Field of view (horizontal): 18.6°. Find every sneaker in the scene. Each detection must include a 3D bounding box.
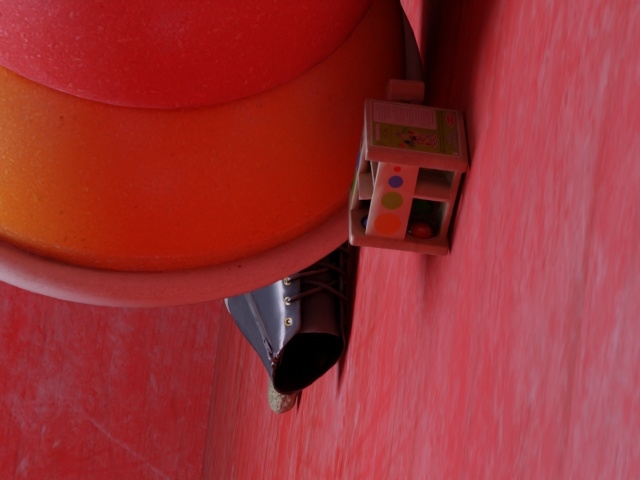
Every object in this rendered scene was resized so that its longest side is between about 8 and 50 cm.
[{"bbox_3d":[0.000,0.000,1.434,0.118,0.083,0.222,-119,39,-49],"label":"sneaker"}]

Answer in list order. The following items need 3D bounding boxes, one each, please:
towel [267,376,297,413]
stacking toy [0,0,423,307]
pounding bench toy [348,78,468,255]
[{"bbox_3d":[-0.024,0.071,1.766,0.110,0.027,0.148,105,172,-49],"label":"towel"},{"bbox_3d":[-0.086,-0.226,1.015,0.480,0.351,0.350,102,173,-51],"label":"stacking toy"},{"bbox_3d":[0.044,-0.039,1.025,0.083,0.052,0.065,-90,8,-55],"label":"pounding bench toy"}]
